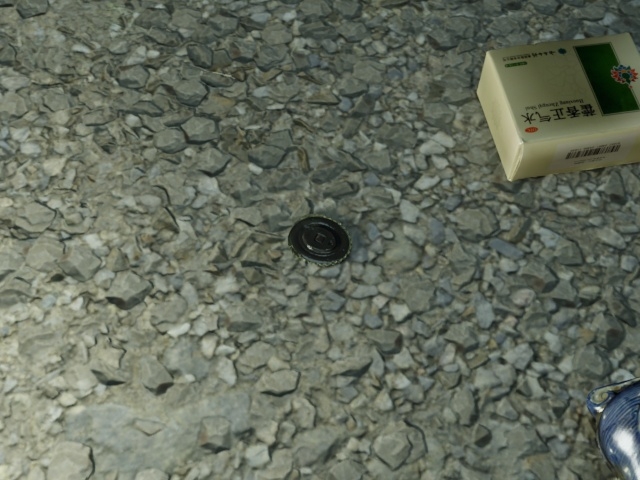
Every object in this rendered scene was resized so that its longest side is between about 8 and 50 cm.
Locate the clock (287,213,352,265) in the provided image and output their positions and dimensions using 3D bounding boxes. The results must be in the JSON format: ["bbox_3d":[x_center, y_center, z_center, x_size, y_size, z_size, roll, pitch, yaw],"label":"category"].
[{"bbox_3d":[0.000,0.000,1.219,0.083,0.010,0.074,24,60,13],"label":"clock"}]

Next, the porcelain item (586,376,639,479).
[{"bbox_3d":[0.350,0.282,1.000,0.186,0.138,0.288,-8,62,13],"label":"porcelain item"}]

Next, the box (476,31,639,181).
[{"bbox_3d":[0.341,-0.182,1.300,0.211,0.095,0.168,-9,61,-7],"label":"box"}]
